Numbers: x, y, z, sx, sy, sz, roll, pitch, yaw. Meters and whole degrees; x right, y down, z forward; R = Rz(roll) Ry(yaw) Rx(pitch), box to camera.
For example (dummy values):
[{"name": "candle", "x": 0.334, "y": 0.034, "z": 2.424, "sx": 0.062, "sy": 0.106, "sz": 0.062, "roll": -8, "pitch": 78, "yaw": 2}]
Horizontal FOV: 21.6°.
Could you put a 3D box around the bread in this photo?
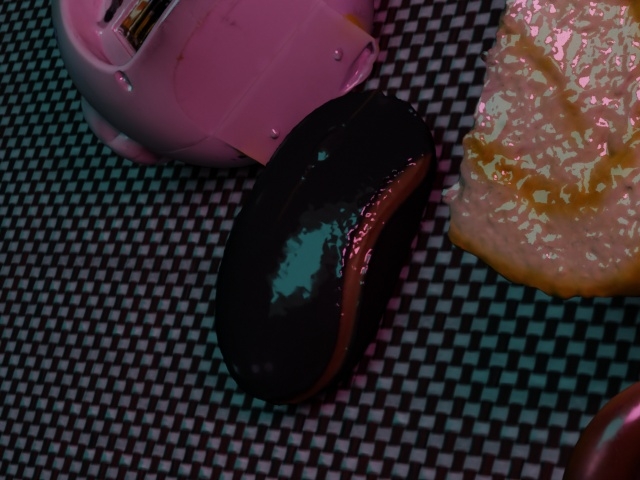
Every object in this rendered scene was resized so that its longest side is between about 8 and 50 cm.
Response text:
[{"name": "bread", "x": 0.273, "y": -0.139, "z": 1.194, "sx": 0.264, "sy": 0.239, "sz": 0.395, "roll": 21, "pitch": 97, "yaw": 24}]

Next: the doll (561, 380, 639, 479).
[{"name": "doll", "x": 0.306, "y": 0.245, "z": 1.115, "sx": 0.340, "sy": 0.209, "sz": 0.317, "roll": 38, "pitch": 124, "yaw": 49}]

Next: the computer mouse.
[{"name": "computer mouse", "x": -0.003, "y": -0.001, "z": 1.597, "sx": 0.183, "sy": 0.116, "sz": 0.323, "roll": 14, "pitch": 78, "yaw": 42}]

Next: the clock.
[{"name": "clock", "x": -0.141, "y": -0.273, "z": 1.775, "sx": 0.368, "sy": 0.250, "sz": 0.376, "roll": -51, "pitch": 43, "yaw": 11}]
